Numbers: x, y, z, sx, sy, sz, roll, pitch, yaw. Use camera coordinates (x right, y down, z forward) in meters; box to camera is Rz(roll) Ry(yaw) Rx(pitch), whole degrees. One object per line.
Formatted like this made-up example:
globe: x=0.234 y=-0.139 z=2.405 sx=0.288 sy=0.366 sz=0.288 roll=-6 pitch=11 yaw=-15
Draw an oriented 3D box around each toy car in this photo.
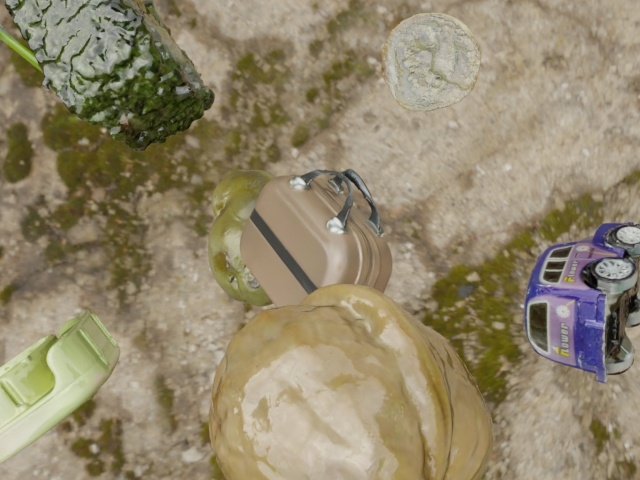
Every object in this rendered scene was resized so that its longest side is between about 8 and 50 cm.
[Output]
toy car: x=0.395 y=0.075 z=1.332 sx=0.158 sy=0.235 sz=0.172 roll=10 pitch=128 yaw=28

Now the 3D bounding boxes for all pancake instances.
pancake: x=0.165 y=-0.269 z=1.359 sx=0.158 sy=0.028 sz=0.158 roll=5 pitch=101 yaw=24

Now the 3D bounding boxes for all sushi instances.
sushi: x=-0.331 y=-0.310 z=1.440 sx=0.178 sy=0.294 sz=0.352 roll=-38 pitch=66 yaw=7

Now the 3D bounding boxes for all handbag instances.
handbag: x=0.000 y=0.000 z=1.589 sx=0.302 sy=0.149 sz=0.283 roll=52 pitch=125 yaw=42

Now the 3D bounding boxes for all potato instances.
potato: x=-0.145 y=-0.019 z=1.984 sx=0.218 sy=0.202 sz=0.351 roll=-31 pitch=50 yaw=33

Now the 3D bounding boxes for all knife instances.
knife: x=-0.505 y=-0.323 z=1.468 sx=0.184 sy=0.022 sz=0.026 roll=38 pitch=59 yaw=-21

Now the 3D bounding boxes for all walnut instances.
walnut: x=0.028 y=0.184 z=0.912 sx=0.285 sy=0.296 sz=0.285 roll=-4 pitch=84 yaw=47

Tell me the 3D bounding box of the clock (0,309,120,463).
clock: x=-0.508 y=0.267 z=1.509 sx=0.348 sy=0.286 sz=0.117 roll=-36 pitch=99 yaw=-2
